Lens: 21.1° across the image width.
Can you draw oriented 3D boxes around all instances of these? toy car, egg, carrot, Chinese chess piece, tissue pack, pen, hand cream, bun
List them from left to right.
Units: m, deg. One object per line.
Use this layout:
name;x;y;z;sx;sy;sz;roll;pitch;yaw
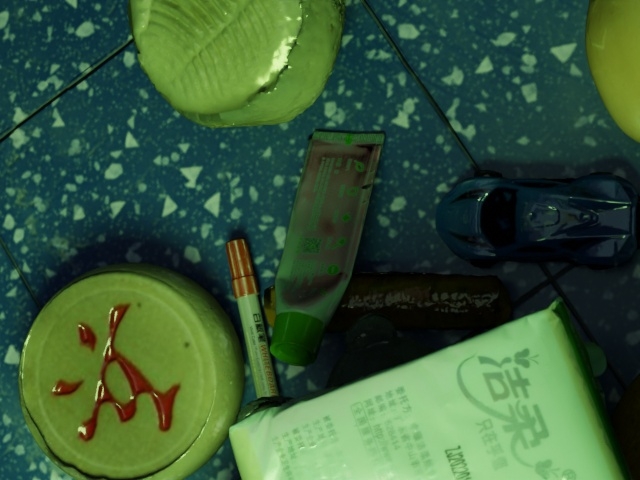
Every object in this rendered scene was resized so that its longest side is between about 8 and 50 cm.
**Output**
Chinese chess piece;-0.204;0.148;1.865;0.250;0.103;0.249;-1;86;17
bun;-0.073;-0.244;1.833;0.259;0.152;0.259;2;94;33
pen;-0.068;0.114;1.865;0.028;0.028;0.239;-14;81;15
hand cream;0.000;-0.001;1.806;0.079;0.050;0.275;17;60;-5
carrot;0.070;0.066;1.808;0.260;0.070;0.070;0;84;16
tissue pack;0.143;0.297;1.544;0.332;0.205;0.405;-22;81;8
toy car;0.223;-0.023;1.774;0.216;0.063;0.103;1;85;17
egg;0.360;-0.209;1.685;0.201;0.201;0.244;18;101;18

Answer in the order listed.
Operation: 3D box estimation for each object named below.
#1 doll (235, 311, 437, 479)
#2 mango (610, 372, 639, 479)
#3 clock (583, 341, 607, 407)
doll;0.013;0.227;1.760;0.340;0.158;0.246;-43;109;9
mango;0.399;0.168;1.670;0.295;0.120;0.177;-45;75;8
clock;0.244;0.192;1.708;0.060;0.148;0.188;1;92;-4
